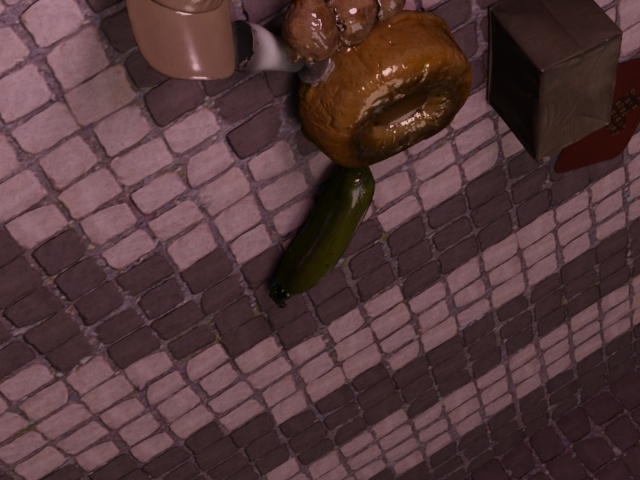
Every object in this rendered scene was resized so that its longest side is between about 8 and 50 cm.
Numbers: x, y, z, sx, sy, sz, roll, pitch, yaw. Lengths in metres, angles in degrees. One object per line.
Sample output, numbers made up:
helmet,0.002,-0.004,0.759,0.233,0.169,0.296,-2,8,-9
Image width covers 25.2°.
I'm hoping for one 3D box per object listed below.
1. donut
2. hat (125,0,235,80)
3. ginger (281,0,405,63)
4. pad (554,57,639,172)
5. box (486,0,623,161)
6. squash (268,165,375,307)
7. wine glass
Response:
donut,0.092,-0.217,2.046,0.261,0.128,0.208,-30,149,-11
hat,-0.140,-0.291,1.686,0.166,0.173,0.144,-10,149,-38
ginger,0.035,-0.302,1.891,0.204,0.080,0.104,-27,123,-35
pad,0.526,-0.227,2.570,0.181,0.004,0.267,-16,144,-29
box,0.359,-0.268,2.210,0.155,0.149,0.231,-26,149,-12
squash,-0.001,0.000,2.305,0.087,0.087,0.331,-4,139,-41
wine glass,-0.057,-0.249,1.913,0.155,0.072,0.072,4,132,-47
